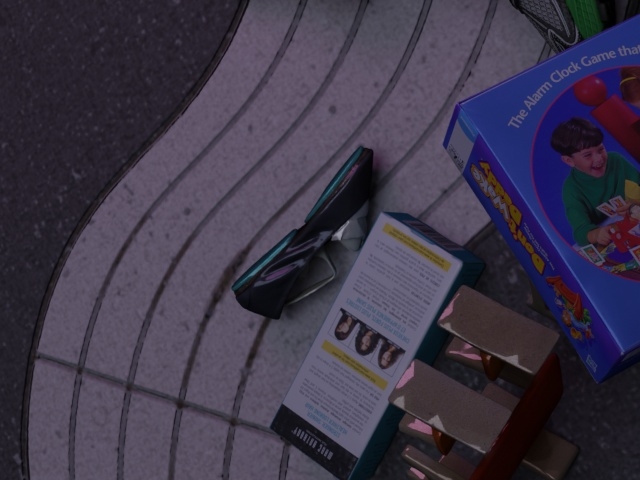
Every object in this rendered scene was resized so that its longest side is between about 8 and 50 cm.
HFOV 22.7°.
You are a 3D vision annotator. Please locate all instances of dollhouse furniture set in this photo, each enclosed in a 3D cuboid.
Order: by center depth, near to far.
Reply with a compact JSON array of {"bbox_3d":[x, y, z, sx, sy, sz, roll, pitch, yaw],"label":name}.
[{"bbox_3d":[0.190,0.127,1.352,0.135,0.262,0.259,27,70,24],"label":"dollhouse furniture set"}]

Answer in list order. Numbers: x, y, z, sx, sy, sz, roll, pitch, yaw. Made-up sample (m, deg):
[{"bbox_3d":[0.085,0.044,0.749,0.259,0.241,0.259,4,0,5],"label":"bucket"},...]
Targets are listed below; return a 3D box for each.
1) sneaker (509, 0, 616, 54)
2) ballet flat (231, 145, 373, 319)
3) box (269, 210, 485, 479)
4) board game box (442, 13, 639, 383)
[{"bbox_3d":[0.136,-0.282,1.389,0.146,0.134,0.343,-35,105,23],"label":"sneaker"},{"bbox_3d":[0.000,0.000,1.554,0.203,0.074,0.074,-48,69,13],"label":"ballet flat"},{"bbox_3d":[0.053,0.102,1.520,0.100,0.060,0.244,34,105,25],"label":"box"},{"bbox_3d":[0.307,-0.073,1.264,0.347,0.078,0.233,-26,73,-14],"label":"board game box"}]
